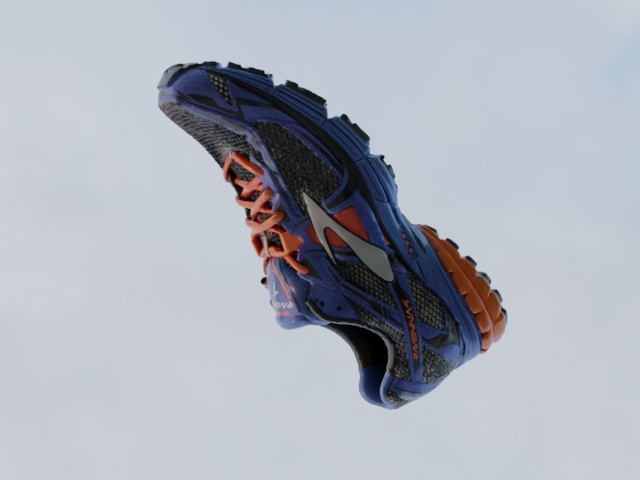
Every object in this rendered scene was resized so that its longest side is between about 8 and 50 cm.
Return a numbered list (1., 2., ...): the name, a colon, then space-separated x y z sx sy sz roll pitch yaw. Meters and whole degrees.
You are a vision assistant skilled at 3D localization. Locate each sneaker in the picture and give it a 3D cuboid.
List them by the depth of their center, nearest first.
1. sneaker: 0.000 0.000 0.550 0.221 0.083 0.087 45 -106 -16
